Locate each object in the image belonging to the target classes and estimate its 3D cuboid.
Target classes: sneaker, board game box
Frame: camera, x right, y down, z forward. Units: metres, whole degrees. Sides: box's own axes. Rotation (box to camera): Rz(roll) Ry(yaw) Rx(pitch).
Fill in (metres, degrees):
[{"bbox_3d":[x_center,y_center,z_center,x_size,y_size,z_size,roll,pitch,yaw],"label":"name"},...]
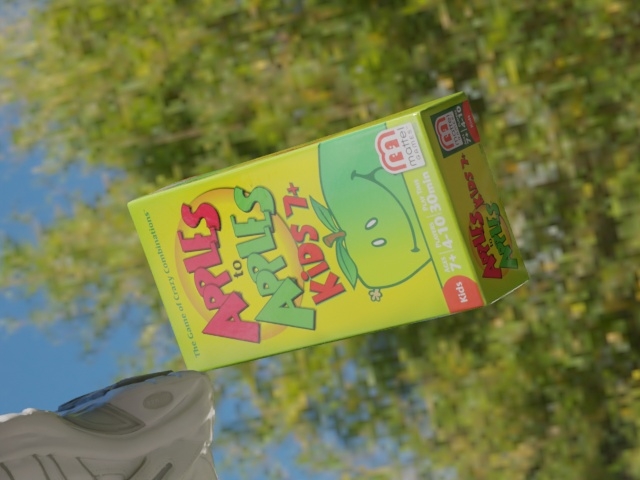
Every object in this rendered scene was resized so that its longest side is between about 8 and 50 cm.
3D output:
[{"bbox_3d":[-0.110,0.124,0.764,0.232,0.090,0.115,-13,-98,-50],"label":"sneaker"},{"bbox_3d":[0.000,0.000,0.906,0.043,0.181,0.092,-27,-80,-52],"label":"board game box"}]
